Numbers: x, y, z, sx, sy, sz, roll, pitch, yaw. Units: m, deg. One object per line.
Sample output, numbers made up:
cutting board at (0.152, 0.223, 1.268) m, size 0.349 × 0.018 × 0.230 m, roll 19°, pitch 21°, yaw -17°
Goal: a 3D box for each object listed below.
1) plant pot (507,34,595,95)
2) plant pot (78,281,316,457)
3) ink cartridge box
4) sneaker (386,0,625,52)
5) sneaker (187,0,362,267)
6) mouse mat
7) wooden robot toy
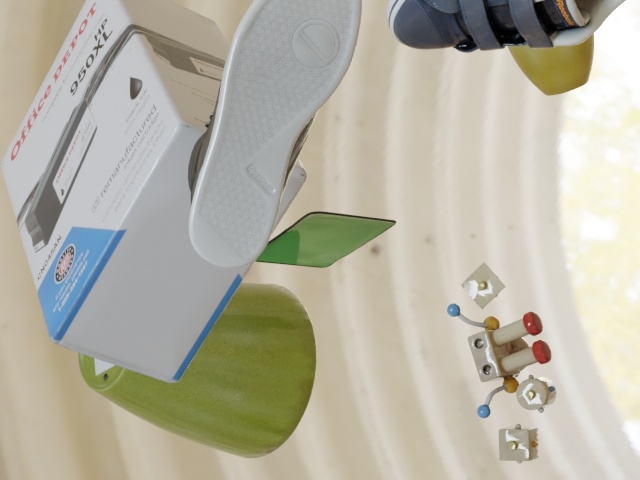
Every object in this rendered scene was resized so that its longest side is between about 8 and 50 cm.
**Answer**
plant pot at (0.358, -0.274, 2.418) m, size 0.134 × 0.134 × 0.095 m, roll -34°, pitch -71°, yaw -49°
plant pot at (-0.205, 0.175, 2.413) m, size 0.293 × 0.275 × 0.275 m, roll 15°, pitch -78°, yaw -40°
ink cartridge box at (-0.203, -0.080, 1.793) m, size 0.166 × 0.395 × 0.285 m, roll 22°, pitch -69°, yaw -30°
sneaker at (0.227, -0.283, 1.838) m, size 0.126 × 0.321 × 0.127 m, roll 47°, pitch -154°, yaw -48°
sneaker at (-0.052, -0.129, 1.450) m, size 0.147 × 0.104 × 0.295 m, roll -129°, pitch 59°, yaw -75°
mouse mat at (0.000, 0.000, 2.314) m, size 0.153 × 0.007 × 0.190 m, roll 6°, pitch -24°, yaw -35°
wooden robot toy at (0.173, 0.105, 1.403) m, size 0.079 × 0.076 × 0.173 m, roll 6°, pitch -114°, yaw -64°
